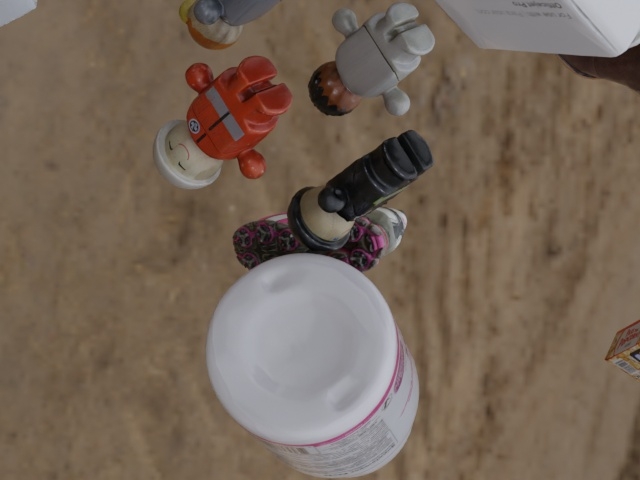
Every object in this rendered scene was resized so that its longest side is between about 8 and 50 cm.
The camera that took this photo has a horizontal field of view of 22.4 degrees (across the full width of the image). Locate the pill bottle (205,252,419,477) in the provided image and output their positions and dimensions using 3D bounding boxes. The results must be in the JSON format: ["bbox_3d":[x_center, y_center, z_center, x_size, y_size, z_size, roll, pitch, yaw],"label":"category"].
[{"bbox_3d":[0.003,0.124,1.438,0.283,0.160,0.160,62,37,-71],"label":"pill bottle"}]

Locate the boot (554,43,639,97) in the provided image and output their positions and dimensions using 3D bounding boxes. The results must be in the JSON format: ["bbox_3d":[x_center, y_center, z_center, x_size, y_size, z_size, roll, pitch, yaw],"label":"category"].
[{"bbox_3d":[0.443,-0.264,2.238,0.090,0.248,0.207,-59,-174,-12],"label":"boot"}]

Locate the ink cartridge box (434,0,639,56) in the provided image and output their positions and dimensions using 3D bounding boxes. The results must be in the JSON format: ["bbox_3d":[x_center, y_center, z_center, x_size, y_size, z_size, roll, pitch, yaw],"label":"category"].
[{"bbox_3d":[0.110,-0.349,1.060,0.395,0.166,0.285,42,74,-32],"label":"ink cartridge box"}]

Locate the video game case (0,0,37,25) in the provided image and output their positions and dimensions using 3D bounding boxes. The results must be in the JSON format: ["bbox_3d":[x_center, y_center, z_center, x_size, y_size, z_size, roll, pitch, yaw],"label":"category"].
[{"bbox_3d":[-0.332,-0.362,1.460,0.244,0.061,0.269,52,26,-37],"label":"video game case"}]

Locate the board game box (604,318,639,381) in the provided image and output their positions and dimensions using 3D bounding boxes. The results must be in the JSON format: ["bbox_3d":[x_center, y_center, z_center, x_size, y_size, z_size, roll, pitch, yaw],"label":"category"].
[{"bbox_3d":[0.431,0.132,1.817,0.045,0.147,0.193,-60,-173,-26],"label":"board game box"}]

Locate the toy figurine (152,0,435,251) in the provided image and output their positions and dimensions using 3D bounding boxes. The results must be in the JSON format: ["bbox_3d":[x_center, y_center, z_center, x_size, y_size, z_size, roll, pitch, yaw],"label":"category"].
[{"bbox_3d":[-0.021,-0.117,1.321,0.213,0.148,0.209,22,53,-27],"label":"toy figurine"}]

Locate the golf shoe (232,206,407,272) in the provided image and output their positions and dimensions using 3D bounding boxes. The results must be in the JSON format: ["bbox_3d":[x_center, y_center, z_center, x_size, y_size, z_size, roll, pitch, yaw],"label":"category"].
[{"bbox_3d":[0.000,0.000,1.617,0.086,0.186,0.067,-34,117,-54],"label":"golf shoe"}]
